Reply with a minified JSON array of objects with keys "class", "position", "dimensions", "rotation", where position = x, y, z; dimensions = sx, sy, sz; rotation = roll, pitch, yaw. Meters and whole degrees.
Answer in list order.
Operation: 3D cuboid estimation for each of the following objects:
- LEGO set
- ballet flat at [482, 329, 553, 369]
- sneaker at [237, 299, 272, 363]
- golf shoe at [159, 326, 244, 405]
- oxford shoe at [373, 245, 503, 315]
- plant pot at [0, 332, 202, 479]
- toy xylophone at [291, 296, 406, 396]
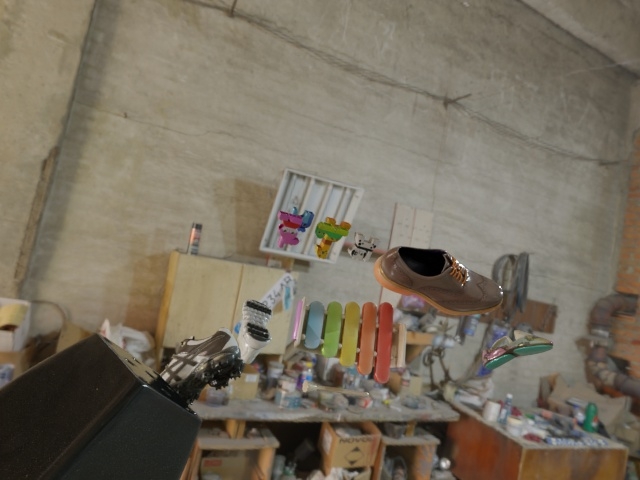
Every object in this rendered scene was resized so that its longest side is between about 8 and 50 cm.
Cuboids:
[{"class":"LEGO set","position":[0.000,0.000,0.921],"dimensions":[0.227,0.093,0.087],"rotation":[15,19,-20]},{"class":"ballet flat","position":[0.581,0.319,1.305],"dimensions":[0.076,0.079,0.221],"rotation":[28,-47,-29]},{"class":"sneaker","position":[-0.227,0.290,1.428],"dimensions":[0.109,0.118,0.292],"rotation":[24,15,-11]},{"class":"golf shoe","position":[-0.220,0.214,0.710],"dimensions":[0.198,0.094,0.077],"rotation":[-24,-44,0]},{"class":"oxford shoe","position":[0.327,0.102,1.116],"dimensions":[0.363,0.130,0.133],"rotation":[14,-31,-11]},{"class":"plant pot","position":[-0.258,0.225,0.505],"dimensions":[0.188,0.167,0.188],"rotation":[21,-28,40]},{"class":"toy xylophone","position":[0.068,0.265,1.083],"dimensions":[0.322,0.237,0.081],"rotation":[10,-22,-24]}]
